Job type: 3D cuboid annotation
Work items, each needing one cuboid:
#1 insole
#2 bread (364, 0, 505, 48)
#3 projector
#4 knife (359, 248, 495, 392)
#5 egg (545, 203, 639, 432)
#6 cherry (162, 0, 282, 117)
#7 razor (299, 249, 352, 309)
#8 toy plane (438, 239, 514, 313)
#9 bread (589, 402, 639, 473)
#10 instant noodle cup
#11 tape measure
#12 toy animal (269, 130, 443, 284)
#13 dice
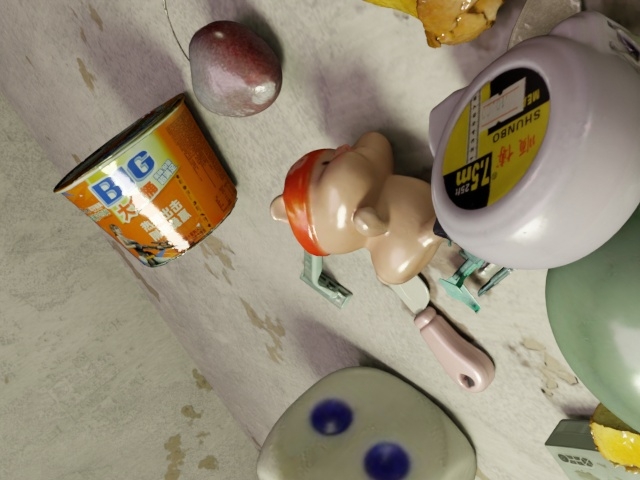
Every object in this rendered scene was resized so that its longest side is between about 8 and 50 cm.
[{"bbox_3d":[0.192,-0.135,0.485,0.063,0.010,0.192,30,146,34],"label":"insole"},{"bbox_3d":[0.069,-0.262,0.372,0.160,0.147,0.261,34,148,25],"label":"bread"},{"bbox_3d":[0.372,0.279,0.664,0.115,0.061,0.147,55,153,-5],"label":"projector"},{"bbox_3d":[0.136,0.085,0.811,0.336,0.043,0.081,50,147,7],"label":"knife"},{"bbox_3d":[0.284,0.072,0.427,0.231,0.168,0.168,48,153,6],"label":"egg"},{"bbox_3d":[-0.118,-0.247,0.707,0.148,0.115,0.188,50,155,46],"label":"cherry"},{"bbox_3d":[-0.008,0.005,0.906,0.111,0.056,0.278,35,149,31],"label":"razor"},{"bbox_3d":[0.191,0.006,0.616,0.096,0.060,0.235,33,146,6],"label":"toy plane"},{"bbox_3d":[0.352,0.177,0.527,0.065,0.103,0.187,57,157,-7],"label":"bread"},{"bbox_3d":[-0.302,-0.100,1.006,0.296,0.296,0.214,3,135,55],"label":"instant noodle cup"},{"bbox_3d":[0.168,-0.062,0.431,0.105,0.179,0.196,18,162,-23],"label":"tape measure"},{"bbox_3d":[0.052,-0.039,0.651,0.197,0.171,0.171,27,149,6],"label":"toy animal"},{"bbox_3d":[0.087,0.440,1.025,0.304,0.304,0.277,28,145,37],"label":"dice"}]
